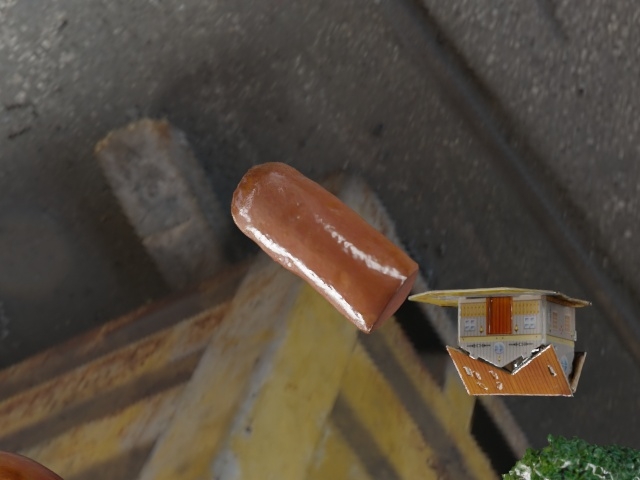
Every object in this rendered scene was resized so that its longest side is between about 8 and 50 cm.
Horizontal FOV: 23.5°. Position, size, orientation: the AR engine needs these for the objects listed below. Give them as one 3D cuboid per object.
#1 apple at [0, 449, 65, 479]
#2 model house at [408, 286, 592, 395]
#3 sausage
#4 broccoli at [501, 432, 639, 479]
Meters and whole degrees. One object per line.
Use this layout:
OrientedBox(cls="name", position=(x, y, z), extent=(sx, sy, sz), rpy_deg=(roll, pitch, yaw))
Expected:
OrientedBox(cls="apple", position=(-0.253, 0.260, 1.061), extent=(0.230, 0.230, 0.230), rpy_deg=(7, 120, 11))
OrientedBox(cls="model house", position=(0.236, 0.141, 2.045), extent=(0.219, 0.207, 0.136), rpy_deg=(-5, 80, 30))
OrientedBox(cls="sausage", position=(0.000, 0.000, 1.946), extent=(0.259, 0.113, 0.113), rpy_deg=(39, 124, 16))
OrientedBox(cls="broccoli", position=(0.126, 0.250, 0.887), extent=(0.297, 0.297, 0.298), rpy_deg=(4, 120, 9))
